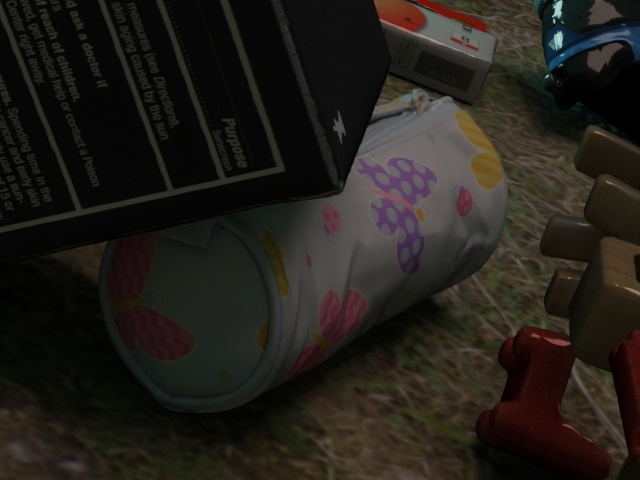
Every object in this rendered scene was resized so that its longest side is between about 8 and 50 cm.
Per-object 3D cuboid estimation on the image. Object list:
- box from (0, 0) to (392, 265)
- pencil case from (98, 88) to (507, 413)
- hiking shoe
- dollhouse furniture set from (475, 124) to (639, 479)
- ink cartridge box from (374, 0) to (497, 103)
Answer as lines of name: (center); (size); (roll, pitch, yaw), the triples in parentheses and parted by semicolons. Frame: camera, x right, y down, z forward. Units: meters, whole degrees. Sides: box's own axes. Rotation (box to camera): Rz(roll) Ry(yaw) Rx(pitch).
box: (-0.151, -0.153, 0.842); (0.294, 0.296, 0.182); (-11, 23, 17)
pencil case: (0.000, 0.000, 0.979); (0.113, 0.124, 0.273); (33, 31, 20)
hiking shoe: (0.298, -0.113, 1.443); (0.304, 0.113, 0.132); (19, 57, -19)
dollhouse furniture set: (0.166, 0.114, 0.828); (0.152, 0.201, 0.374); (20, 21, -3)
ink cartridge box: (0.071, -0.182, 1.438); (0.145, 0.045, 0.179); (21, 30, -2)
